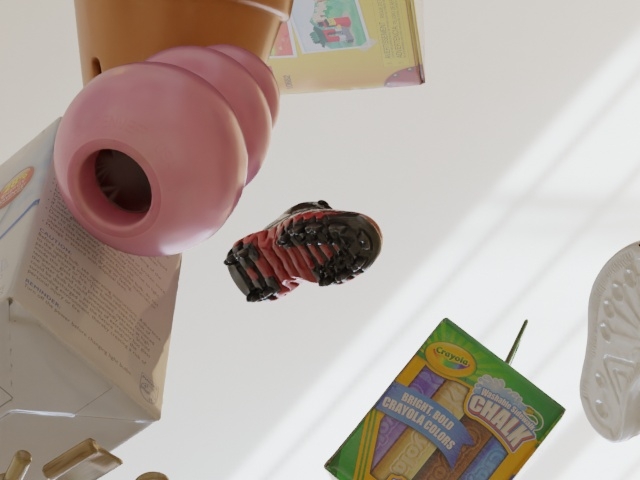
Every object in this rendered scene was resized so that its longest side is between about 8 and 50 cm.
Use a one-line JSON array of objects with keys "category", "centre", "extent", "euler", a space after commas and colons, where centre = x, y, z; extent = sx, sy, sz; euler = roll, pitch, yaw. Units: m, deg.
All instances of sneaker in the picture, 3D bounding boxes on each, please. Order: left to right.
[{"category": "sneaker", "centre": [0.000, 0.000, 2.106], "extent": [0.276, 0.135, 0.098], "euler": [-17, 105, 55]}, {"category": "sneaker", "centre": [0.425, 0.084, 1.930], "extent": [0.130, 0.236, 0.323], "euler": [54, 153, 34]}]

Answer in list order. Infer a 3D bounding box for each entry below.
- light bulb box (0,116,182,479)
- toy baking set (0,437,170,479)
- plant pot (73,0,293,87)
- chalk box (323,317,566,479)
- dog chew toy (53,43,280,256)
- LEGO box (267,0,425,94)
[{"category": "light bulb box", "centre": [-0.363, 0.110, 1.945], "extent": [0.225, 0.358, 0.361], "euler": [45, -157, -25]}, {"category": "toy baking set", "centre": [-0.242, 0.290, 1.662], "extent": [0.256, 0.196, 0.030], "euler": [-55, 27, 31]}, {"category": "plant pot", "centre": [-0.184, -0.252, 2.154], "extent": [0.291, 0.290, 0.204], "euler": [176, 101, -84]}, {"category": "chalk box", "centre": [0.121, 0.162, 1.479], "extent": [0.213, 0.132, 0.132], "euler": [-49, -14, -10]}, {"category": "dog chew toy", "centre": [-0.147, -0.117, 1.879], "extent": [0.332, 0.206, 0.207], "euler": [-46, -37, -57]}, {"category": "LEGO box", "centre": [-0.058, -0.408, 2.386], "extent": [0.500, 0.372, 0.193], "euler": [75, -166, -62]}]
